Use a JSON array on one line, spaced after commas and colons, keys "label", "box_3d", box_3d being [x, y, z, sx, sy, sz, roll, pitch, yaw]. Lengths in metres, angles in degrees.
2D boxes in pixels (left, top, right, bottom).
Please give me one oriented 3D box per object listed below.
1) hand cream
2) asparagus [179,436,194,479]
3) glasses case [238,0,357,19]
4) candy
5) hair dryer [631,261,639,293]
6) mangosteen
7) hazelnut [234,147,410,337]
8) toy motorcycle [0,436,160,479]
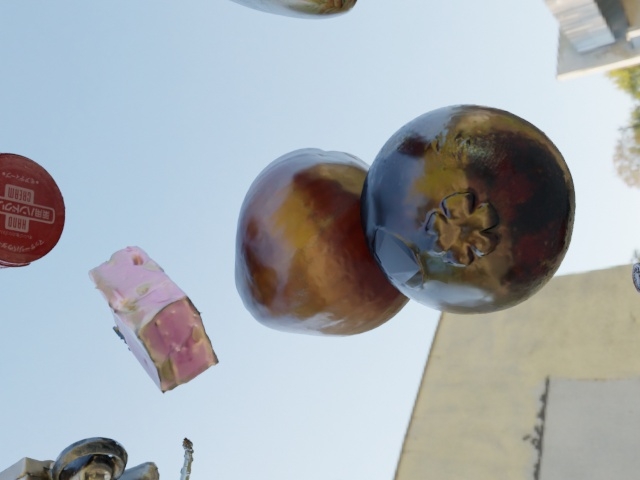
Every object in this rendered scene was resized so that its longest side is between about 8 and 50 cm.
[{"label": "hand cream", "box_3d": [-0.545, -0.045, 1.136, 0.193, 0.125, 0.193, 16, -110, -52]}, {"label": "asparagus", "box_3d": [-0.262, 0.437, 1.315, 0.248, 0.024, 0.025, 108, -173, -49]}, {"label": "glasses case", "box_3d": [-0.080, -0.366, 0.924, 0.156, 0.425, 0.098, 6, -71, -23]}, {"label": "candy", "box_3d": [-0.289, 0.126, 1.143, 0.115, 0.265, 0.155, -28, -58, -22]}, {"label": "hair dryer", "box_3d": [0.503, -0.035, 0.912, 0.050, 0.173, 0.195, 61, -159, -87]}, {"label": "mangosteen", "box_3d": [0.199, -0.040, 0.934, 0.311, 0.311, 0.311, 18, -112, -53]}, {"label": "hazelnut", "box_3d": [0.000, 0.000, 1.237, 0.409, 0.359, 0.359, -114, 7, -79]}, {"label": "toy motorcycle", "box_3d": [-0.386, 0.393, 0.932, 0.223, 0.340, 0.108, 56, -177, -43]}]
